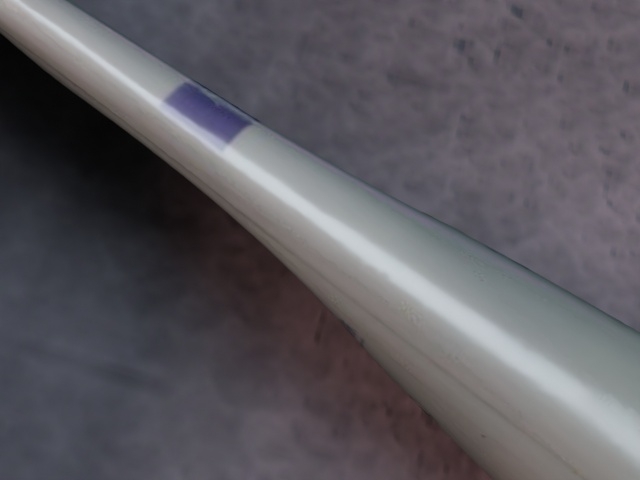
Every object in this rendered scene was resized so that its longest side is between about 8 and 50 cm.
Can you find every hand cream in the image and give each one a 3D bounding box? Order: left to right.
[{"bbox_3d":[0.000,0.000,0.538,0.321,0.109,0.067,35,93,8],"label":"hand cream"}]
